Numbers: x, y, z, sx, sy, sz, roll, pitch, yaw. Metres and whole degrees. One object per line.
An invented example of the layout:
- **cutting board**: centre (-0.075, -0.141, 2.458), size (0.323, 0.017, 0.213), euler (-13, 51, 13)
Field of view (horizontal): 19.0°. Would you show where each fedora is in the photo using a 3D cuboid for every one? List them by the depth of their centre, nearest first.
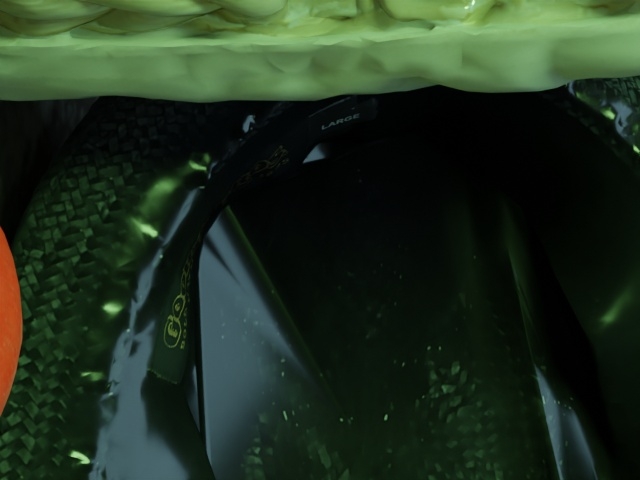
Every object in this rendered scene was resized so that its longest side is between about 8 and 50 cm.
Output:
- **fedora**: centre (0.015, 0.078, 0.682), size (0.152, 0.334, 0.334), euler (179, -90, -71)

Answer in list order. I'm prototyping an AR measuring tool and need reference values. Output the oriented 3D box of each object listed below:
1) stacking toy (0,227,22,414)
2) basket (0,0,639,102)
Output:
- **stacking toy**: centre (-0.115, -0.037, 0.272), size (0.330, 0.141, 0.141), euler (74, 18, -67)
- **basket**: centre (0.028, -0.240, 0.477), size (0.266, 0.328, 0.331), euler (63, 28, -60)
